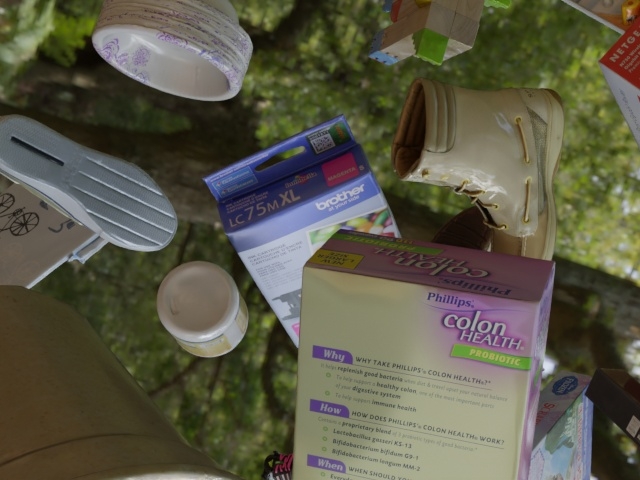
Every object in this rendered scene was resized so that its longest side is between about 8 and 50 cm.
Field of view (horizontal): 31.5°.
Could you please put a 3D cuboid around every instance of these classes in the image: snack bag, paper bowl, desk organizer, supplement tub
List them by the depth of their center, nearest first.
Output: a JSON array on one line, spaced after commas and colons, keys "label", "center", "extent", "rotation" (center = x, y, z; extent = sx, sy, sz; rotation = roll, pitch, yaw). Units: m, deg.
[{"label": "desk organizer", "center": [0.412, 0.221, 1.494], "extent": [0.130, 0.050, 0.047], "rotation": [48, -55, 51]}, {"label": "supplement tub", "center": [-0.207, 0.129, 2.036], "extent": [0.199, 0.144, 0.144], "rotation": [80, 22, -72]}, {"label": "paper bowl", "center": [-0.262, -0.380, 2.080], "extent": [0.284, 0.284, 0.148], "rotation": [152, -45, -69]}, {"label": "snack bag", "center": [-0.517, -0.032, 2.121], "extent": [0.342, 0.037, 0.323], "rotation": [-40, -137, -17]}]

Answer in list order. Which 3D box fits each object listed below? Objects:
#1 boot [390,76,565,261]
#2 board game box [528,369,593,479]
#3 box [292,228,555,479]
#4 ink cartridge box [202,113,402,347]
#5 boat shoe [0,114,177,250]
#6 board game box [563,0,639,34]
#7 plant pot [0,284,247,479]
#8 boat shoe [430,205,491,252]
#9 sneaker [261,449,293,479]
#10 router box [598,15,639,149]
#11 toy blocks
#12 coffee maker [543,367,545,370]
[{"label": "boot", "center": [0.179, -0.056, 1.334], "extent": [0.095, 0.203, 0.262], "rotation": [20, -74, 62]}, {"label": "board game box", "center": [0.361, 0.420, 1.860], "extent": [0.318, 0.066, 0.318], "rotation": [-31, 123, -52]}, {"label": "box", "center": [0.095, 0.132, 1.069], "extent": [0.117, 0.213, 0.243], "rotation": [-45, 140, -64]}, {"label": "ink cartridge box", "center": [0.000, 0.000, 1.375], "extent": [0.311, 0.186, 0.065], "rotation": [63, 7, -46]}, {"label": "boat shoe", "center": [-0.332, -0.083, 1.563], "extent": [0.094, 0.302, 0.109], "rotation": [7, -114, 57]}, {"label": "board game box", "center": [0.500, -0.515, 1.771], "extent": [0.390, 0.050, 0.390], "rotation": [-42, -125, -10]}, {"label": "plant pot", "center": [-0.235, 0.207, 0.914], "extent": [0.305, 0.334, 0.334], "rotation": [50, -55, 44]}, {"label": "boat shoe", "center": [0.216, 0.053, 1.885], "extent": [0.095, 0.095, 0.257], "rotation": [47, -73, 30]}, {"label": "sneaker", "center": [-0.061, 0.402, 2.013], "extent": [0.170, 0.075, 0.063], "rotation": [123, -13, -58]}, {"label": "router box", "center": [0.426, -0.043, 1.047], "extent": [0.082, 0.335, 0.301], "rotation": [-47, -122, 3]}, {"label": "toy blocks", "center": [0.207, -0.469, 2.051], "extent": [0.261, 0.191, 0.381], "rotation": [-8, -116, 69]}, {"label": "coffee maker", "center": [0.150, 0.163, 1.364], "extent": [0.178, 0.171, 0.120], "rotation": [-56, -173, 13]}]
